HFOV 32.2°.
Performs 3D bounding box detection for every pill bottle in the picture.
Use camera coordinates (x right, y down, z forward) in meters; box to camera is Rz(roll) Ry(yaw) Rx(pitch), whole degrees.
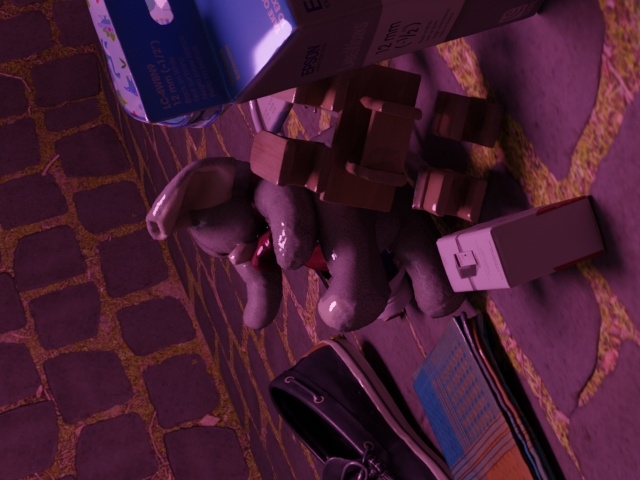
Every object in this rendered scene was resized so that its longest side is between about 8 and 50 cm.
[{"bbox_3d":[0.053,0.019,1.427,0.169,0.094,0.094,58,175,-32],"label":"pill bottle"}]

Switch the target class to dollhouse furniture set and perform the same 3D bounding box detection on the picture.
[{"bbox_3d":[0.051,-0.155,1.088,0.161,0.212,0.242,-149,70,-66],"label":"dollhouse furniture set"}]

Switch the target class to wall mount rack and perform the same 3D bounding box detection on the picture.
[{"bbox_3d":[0.006,-0.180,1.385,0.350,0.131,0.304,129,126,-72],"label":"wall mount rack"}]

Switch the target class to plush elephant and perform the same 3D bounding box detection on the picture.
[{"bbox_3d":[-0.039,-0.018,1.234,0.272,0.255,0.330,-15,-100,-60],"label":"plush elephant"}]

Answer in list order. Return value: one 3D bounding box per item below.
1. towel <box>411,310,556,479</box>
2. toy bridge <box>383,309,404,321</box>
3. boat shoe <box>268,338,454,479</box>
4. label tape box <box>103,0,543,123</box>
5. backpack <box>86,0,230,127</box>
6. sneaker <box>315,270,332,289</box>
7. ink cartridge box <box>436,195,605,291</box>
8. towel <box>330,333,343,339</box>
[{"bbox_3d":[0.219,0.288,1.311,0.271,0.040,0.370,108,140,-66],"label":"towel"},{"bbox_3d":[0.072,0.016,1.542,0.063,0.026,0.188,125,126,-68],"label":"toy bridge"},{"bbox_3d":[0.083,0.349,1.603,0.500,0.156,0.186,52,153,36],"label":"boat shoe"},{"bbox_3d":[-0.011,-0.265,0.888,0.115,0.348,0.249,119,131,-70],"label":"label tape box"},{"bbox_3d":[-0.231,-0.356,1.777,0.290,0.273,0.355,13,145,27],"label":"backpack"},{"bbox_3d":[-0.002,0.001,1.753,0.089,0.051,0.170,-134,25,-59],"label":"sneaker"},{"bbox_3d":[0.178,0.005,1.007,0.135,0.099,0.056,163,89,-76],"label":"ink cartridge box"},{"bbox_3d":[0.079,0.252,1.807,0.237,0.021,0.102,50,159,53],"label":"towel"}]
